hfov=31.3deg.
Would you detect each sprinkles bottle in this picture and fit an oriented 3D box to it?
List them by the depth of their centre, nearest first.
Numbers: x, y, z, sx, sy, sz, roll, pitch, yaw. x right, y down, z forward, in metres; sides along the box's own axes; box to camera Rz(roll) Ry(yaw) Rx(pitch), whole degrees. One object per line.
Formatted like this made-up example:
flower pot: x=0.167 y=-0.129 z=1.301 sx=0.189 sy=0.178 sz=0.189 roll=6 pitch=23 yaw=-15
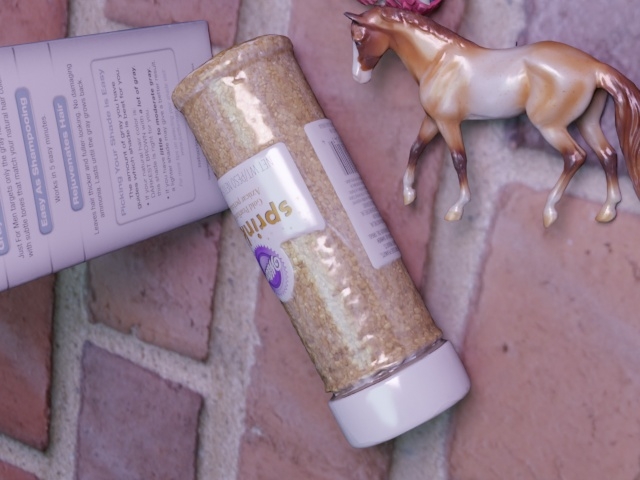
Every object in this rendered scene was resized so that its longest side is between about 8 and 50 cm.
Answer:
sprinkles bottle: x=0.000 y=0.000 z=1.002 sx=0.121 sy=0.121 sz=0.355 roll=-29 pitch=87 yaw=35

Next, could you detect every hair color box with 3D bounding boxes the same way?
hair color box: x=-0.237 y=-0.075 z=0.974 sx=0.113 sy=0.374 sz=0.185 roll=0 pitch=104 yaw=33

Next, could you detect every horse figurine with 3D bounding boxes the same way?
horse figurine: x=0.149 y=-0.098 z=0.905 sx=0.263 sy=0.066 sz=0.174 roll=7 pitch=112 yaw=27

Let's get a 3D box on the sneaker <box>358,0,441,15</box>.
sneaker: x=0.017 y=-0.315 z=0.909 sx=0.299 sy=0.112 sz=0.121 roll=59 pitch=167 yaw=-8
